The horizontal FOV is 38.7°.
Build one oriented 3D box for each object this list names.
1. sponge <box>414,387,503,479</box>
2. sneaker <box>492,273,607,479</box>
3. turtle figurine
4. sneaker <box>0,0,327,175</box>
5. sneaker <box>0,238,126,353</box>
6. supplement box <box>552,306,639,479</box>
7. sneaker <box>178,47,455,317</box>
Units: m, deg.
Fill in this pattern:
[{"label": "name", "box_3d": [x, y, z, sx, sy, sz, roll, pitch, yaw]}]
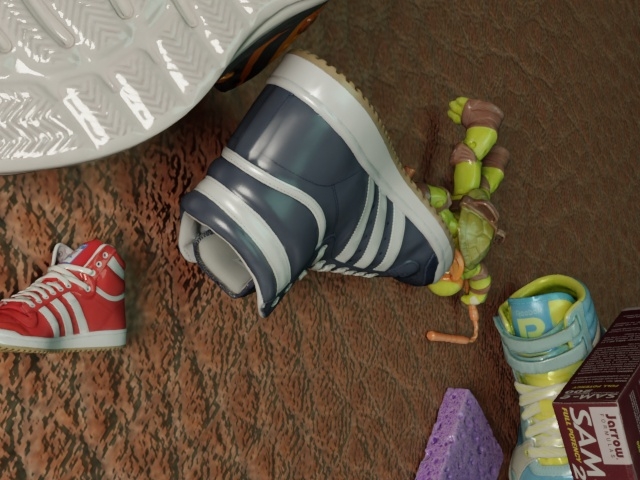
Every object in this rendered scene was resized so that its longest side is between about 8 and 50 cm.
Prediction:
[{"label": "sponge", "box_3d": [0.128, 0.267, 0.916, 0.117, 0.031, 0.210, 60, 43, -34]}, {"label": "sneaker", "box_3d": [0.253, 0.178, 1.024, 0.208, 0.127, 0.319, 56, 36, -39]}, {"label": "turtle figurine", "box_3d": [0.136, -0.033, 0.899, 0.269, 0.087, 0.217, 48, 51, -42]}, {"label": "sneaker", "box_3d": [-0.094, -0.120, 0.548, 0.321, 0.180, 0.124, -29, 92, -17]}, {"label": "sneaker", "box_3d": [-0.154, 0.030, 0.518, 0.118, 0.042, 0.067, 8, 85, -62]}, {"label": "supplement box", "box_3d": [0.337, 0.173, 0.976, 0.239, 0.073, 0.130, -31, 107, -50]}, {"label": "sneaker", "box_3d": [0.000, 0.000, 0.674, 0.153, 0.099, 0.282, -52, 145, -9]}]
